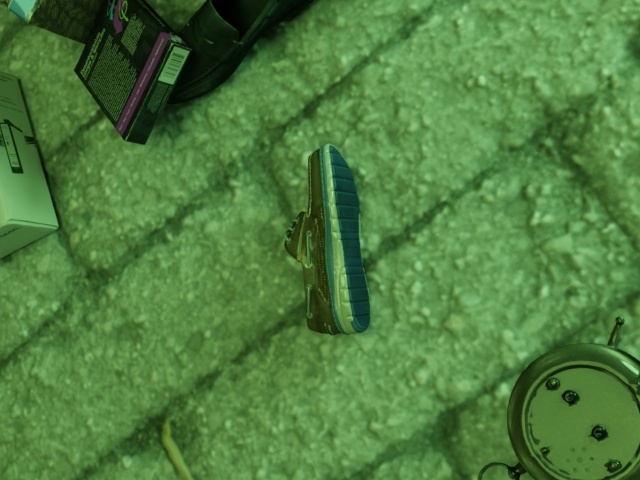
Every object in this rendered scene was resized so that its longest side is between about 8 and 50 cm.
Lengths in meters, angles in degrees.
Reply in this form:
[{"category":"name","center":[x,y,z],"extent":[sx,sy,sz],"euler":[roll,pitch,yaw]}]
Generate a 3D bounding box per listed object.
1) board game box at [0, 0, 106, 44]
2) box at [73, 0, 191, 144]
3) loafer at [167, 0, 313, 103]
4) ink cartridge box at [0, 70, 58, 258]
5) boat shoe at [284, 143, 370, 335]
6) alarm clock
[{"category":"board game box","center":[-0.329,-0.395,0.992],"extent":[0.291,0.141,0.232],"euler":[36,99,10]},{"category":"box","center":[-0.203,-0.191,0.970],"extent":[0.162,0.029,0.116],"euler":[48,117,39]},{"category":"loafer","center":[-0.097,-0.224,0.935],"extent":[0.223,0.078,0.076],"euler":[-36,72,17]},{"category":"ink cartridge box","center":[-0.405,-0.079,1.053],"extent":[0.148,0.086,0.203],"euler":[-24,76,21]},{"category":"boat shoe","center":[0.000,0.000,0.874],"extent":[0.066,0.066,0.183],"euler":[-10,80,24]},{"category":"alarm clock","center":[0.208,0.164,0.768],"extent":[0.192,0.064,0.129],"euler":[-43,70,18]}]
